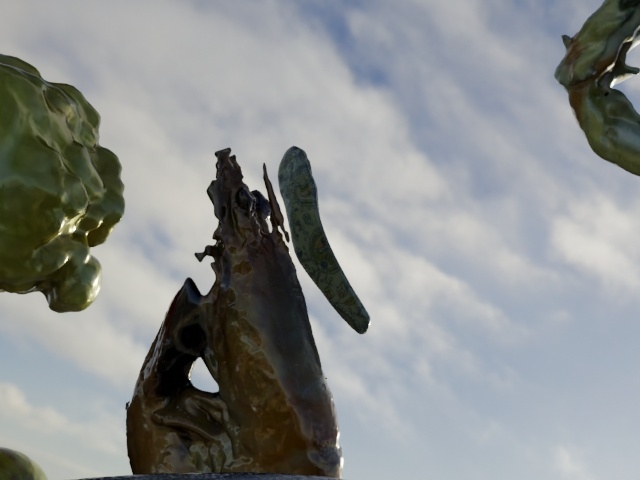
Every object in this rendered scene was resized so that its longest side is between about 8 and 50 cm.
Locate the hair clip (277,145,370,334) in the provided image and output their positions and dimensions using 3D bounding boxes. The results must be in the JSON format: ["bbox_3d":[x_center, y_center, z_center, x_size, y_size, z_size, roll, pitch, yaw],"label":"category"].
[{"bbox_3d":[-0.002,0.000,1.106,0.036,0.229,0.066,-11,-18,-42],"label":"hair clip"}]

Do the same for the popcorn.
[{"bbox_3d":[-0.294,-0.048,0.815,0.250,0.235,0.242,29,17,-40],"label":"popcorn"}]

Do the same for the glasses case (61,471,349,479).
[{"bbox_3d":[-0.043,0.165,0.443,0.314,0.075,0.122,10,34,-42],"label":"glasses case"}]

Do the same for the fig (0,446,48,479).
[{"bbox_3d":[-0.282,0.211,0.784,0.166,0.093,0.093,-19,-38,39],"label":"fig"}]

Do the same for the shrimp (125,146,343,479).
[{"bbox_3d":[-0.070,0.084,0.675,0.152,0.287,0.063,-13,-9,17],"label":"shrimp"}]

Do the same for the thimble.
[{"bbox_3d":[0.424,-0.197,1.158,0.288,0.254,0.167,-3,6,19],"label":"thimble"}]
